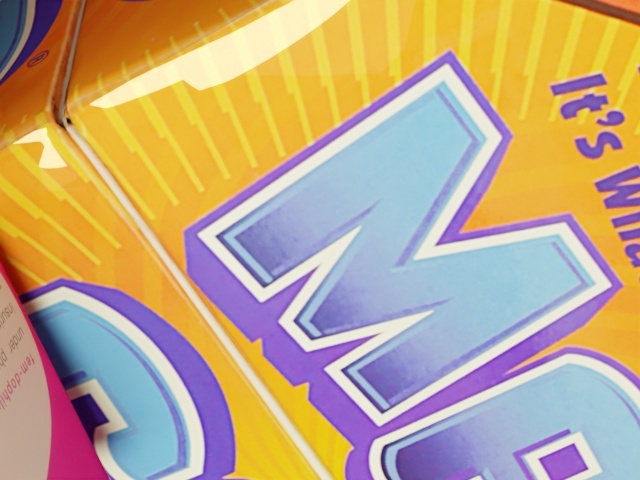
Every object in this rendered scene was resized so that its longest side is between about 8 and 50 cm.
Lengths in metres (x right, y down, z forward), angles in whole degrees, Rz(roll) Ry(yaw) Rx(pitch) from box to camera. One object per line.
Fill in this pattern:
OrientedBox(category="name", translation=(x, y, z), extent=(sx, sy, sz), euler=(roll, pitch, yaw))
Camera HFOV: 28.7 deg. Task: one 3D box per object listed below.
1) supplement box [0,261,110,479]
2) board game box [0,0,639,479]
OrientedBox(category="supplement box", translation=(-0.149, 0.017, 0.295), extent=(0.113, 0.111, 0.220), euler=(-21, 106, 11))
OrientedBox(category="board game box", translation=(0.000, 0.000, 0.567), extent=(0.356, 0.357, 0.356), euler=(-26, 121, 12))
